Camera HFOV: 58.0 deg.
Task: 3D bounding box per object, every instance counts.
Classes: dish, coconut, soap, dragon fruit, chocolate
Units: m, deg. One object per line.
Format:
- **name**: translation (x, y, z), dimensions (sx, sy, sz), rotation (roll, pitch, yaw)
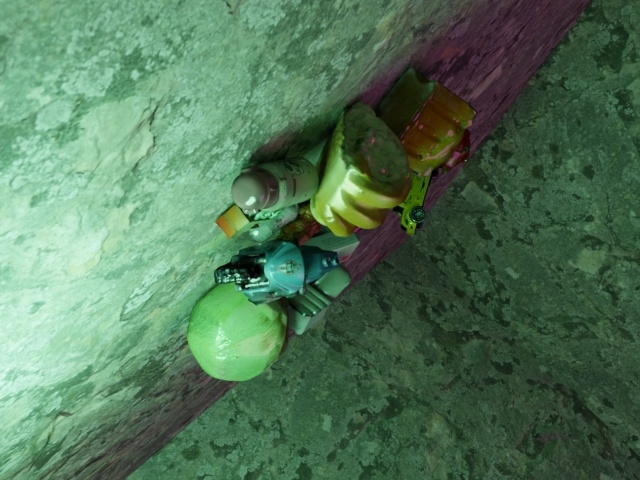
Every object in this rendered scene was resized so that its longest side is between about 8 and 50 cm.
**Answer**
- **dish**: translation (-0.012, 0.144, 2.009), dimensions (0.246, 0.078, 0.224), rotation (-20, -148, 37)
- **coconut**: translation (-0.221, 0.241, 1.681), dimensions (0.328, 0.281, 0.328), rotation (-18, 117, -40)
- **soap**: translation (-0.112, 0.179, 1.883), dimensions (0.150, 0.261, 0.094), rotation (-26, 148, -54)
- **dragon fruit**: translation (0.478, -0.363, 2.313), dimensions (0.269, 0.198, 0.200), rotation (-27, 139, 13)
- **soap**: translation (0.285, -0.322, 1.646), dimensions (0.281, 0.143, 0.259), rotation (11, 119, -55)
- **chocolate**: translation (-0.120, -0.059, 1.499), dimensions (0.167, 0.072, 0.072), rotation (-42, 167, -18)

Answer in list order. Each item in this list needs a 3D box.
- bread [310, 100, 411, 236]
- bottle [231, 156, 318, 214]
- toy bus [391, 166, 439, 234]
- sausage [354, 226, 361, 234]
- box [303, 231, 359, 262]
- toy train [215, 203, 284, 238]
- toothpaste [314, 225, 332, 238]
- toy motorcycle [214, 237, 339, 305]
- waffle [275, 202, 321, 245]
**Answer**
- **bread**: translation (0.098, -0.148, 1.414), dimensions (0.315, 0.211, 0.270), rotation (-82, -163, -50)
- **bottle**: translation (-0.103, -0.121, 1.267), dimensions (0.110, 0.110, 0.233), rotation (-52, 165, 29)
- **toy bus**: translation (0.349, -0.192, 2.175), dimensions (0.145, 0.151, 0.331), rotation (76, 32, -76)
- **sausage**: translation (0.166, -0.096, 2.331), dimensions (0.304, 0.078, 0.078), rotation (-46, 168, 2)
- **box**: translation (0.002, 0.044, 2.077), dimensions (0.269, 0.079, 0.135), rotation (-19, 155, -30)
- **toy train**: translation (-0.162, -0.062, 1.371), dimensions (0.118, 0.074, 0.176), rotation (-38, 175, 14)
- **toothpaste**: translation (0.000, 0.000, 2.153), dimensions (0.070, 0.044, 0.193), rotation (-18, 154, -33)
- **toy motorcycle**: translation (-0.081, 0.075, 1.520), dimensions (0.232, 0.172, 0.416), rotation (-8, 176, 31)
- **waffle**: translation (-0.029, -0.065, 1.751), dimensions (0.329, 0.062, 0.329), rotation (-46, 175, -5)
